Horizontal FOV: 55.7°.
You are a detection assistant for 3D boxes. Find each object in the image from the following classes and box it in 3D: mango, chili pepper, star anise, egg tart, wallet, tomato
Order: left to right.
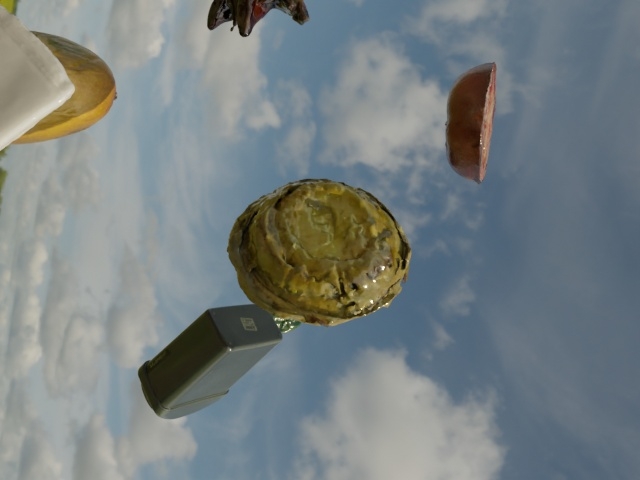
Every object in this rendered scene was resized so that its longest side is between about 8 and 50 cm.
[{"bbox_3d":[-0.307,-0.111,0.499,0.124,0.183,0.032,44,-17,7],"label":"wallet"},{"bbox_3d":[-0.523,-0.255,1.020,0.144,0.359,0.187,27,-57,49],"label":"mango"},{"bbox_3d":[-0.096,-0.438,0.968,0.271,0.102,0.272,-10,-120,18],"label":"star anise"},{"bbox_3d":[-0.094,0.213,1.663,0.072,0.204,0.073,-47,-115,23],"label":"chili pepper"},{"bbox_3d":[0.000,0.000,0.899,0.095,0.278,0.279,93,-13,-56],"label":"egg tart"},{"bbox_3d":[0.280,-0.221,1.142,0.084,0.225,0.225,8,-90,16],"label":"tomato"}]

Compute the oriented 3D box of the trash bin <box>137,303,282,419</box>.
[{"bbox_3d":[-0.199,0.212,1.054,0.236,0.176,0.101,-43,-114,25],"label":"trash bin"}]
